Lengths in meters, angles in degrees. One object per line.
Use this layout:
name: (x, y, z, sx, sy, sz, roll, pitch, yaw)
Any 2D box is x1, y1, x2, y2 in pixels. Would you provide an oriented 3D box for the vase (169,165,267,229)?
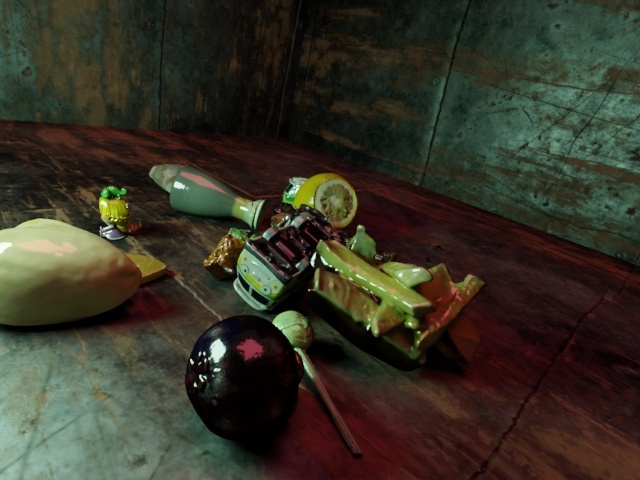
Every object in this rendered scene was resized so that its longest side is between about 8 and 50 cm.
vase: (-0.362, -0.143, 1.489, 0.320, 0.174, 0.173, 19, 21, 4)

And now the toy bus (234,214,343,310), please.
toy bus: (-0.090, 0.060, 1.070, 0.143, 0.179, 0.305, 42, 28, 11)

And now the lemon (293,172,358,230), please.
lemon: (0.010, -0.134, 1.572, 0.240, 0.241, 0.219, 1, -1, -27)

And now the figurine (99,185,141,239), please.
figurine: (-0.584, -0.083, 1.202, 0.114, 0.157, 0.094, -6, 27, -34)

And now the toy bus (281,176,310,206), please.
toy bus: (-0.022, -0.177, 1.743, 0.275, 0.165, 0.134, 10, 20, -8)

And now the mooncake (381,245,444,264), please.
mooncake: (0.280, 0.054, 1.320, 0.150, 0.057, 0.346, -12, 0, -32)

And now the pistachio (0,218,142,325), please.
pistachio: (-0.532, 0.067, 0.825, 0.317, 0.214, 0.193, 10, -23, -25)

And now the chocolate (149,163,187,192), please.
chocolate: (-0.607, -0.275, 1.780, 0.185, 0.101, 0.303, -11, 27, -40)

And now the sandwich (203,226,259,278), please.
sandwich: (-0.243, 0.047, 1.135, 0.109, 0.160, 0.184, 36, -22, -9)

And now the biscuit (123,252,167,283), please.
biscuit: (-0.501, 0.073, 1.025, 0.220, 0.029, 0.142, -3, 27, -33)

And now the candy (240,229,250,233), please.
candy: (-0.268, -0.024, 1.415, 0.030, 0.020, 0.083, 20, 20, 19)

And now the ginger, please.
ginger: (0.180, 0.089, 0.938, 0.413, 0.211, 0.359, 27, 29, -21)

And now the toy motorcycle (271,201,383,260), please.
toy motorcycle: (0.000, 0.000, 1.287, 0.400, 0.134, 0.207, 27, 35, 11)

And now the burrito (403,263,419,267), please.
burrito: (0.286, 0.101, 1.371, 0.118, 0.044, 0.074, 1, 19, -17)

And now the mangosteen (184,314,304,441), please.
mangosteen: (-0.107, 0.223, 0.673, 0.194, 0.194, 0.230, 32, 3, 42)

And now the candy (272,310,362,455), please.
candy: (-0.010, 0.259, 0.783, 0.092, 0.093, 0.335, -36, 44, -3)
